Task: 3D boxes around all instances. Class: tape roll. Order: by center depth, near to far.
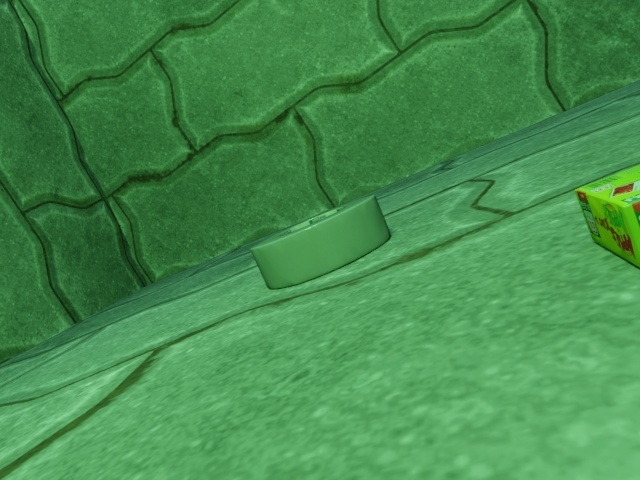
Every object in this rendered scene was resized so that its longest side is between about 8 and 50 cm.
[{"bbox_3d":[0.000,0.000,0.783,0.219,0.072,0.219,-24,6,2],"label":"tape roll"}]

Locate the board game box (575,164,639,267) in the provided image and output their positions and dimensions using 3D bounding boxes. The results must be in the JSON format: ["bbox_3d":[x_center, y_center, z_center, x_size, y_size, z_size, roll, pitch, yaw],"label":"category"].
[{"bbox_3d":[0.265,-0.042,0.288,0.181,0.043,0.092,-22,7,15],"label":"board game box"}]
